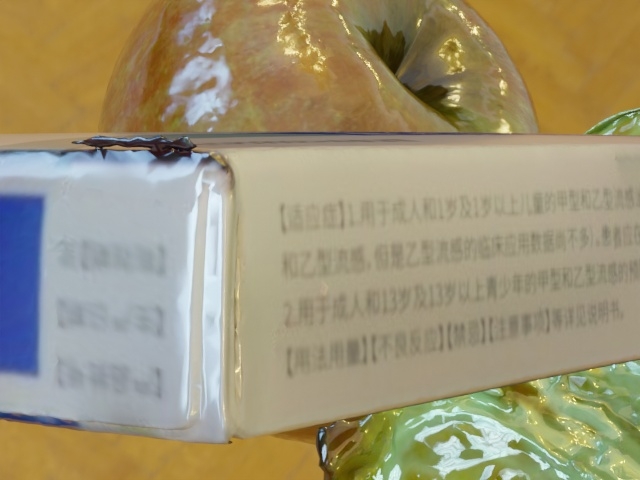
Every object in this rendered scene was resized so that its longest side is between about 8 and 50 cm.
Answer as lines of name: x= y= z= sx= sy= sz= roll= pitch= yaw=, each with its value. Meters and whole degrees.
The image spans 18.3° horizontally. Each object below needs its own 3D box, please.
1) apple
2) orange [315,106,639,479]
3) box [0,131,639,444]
apple: x=-0.009 y=-0.029 z=1.183 sx=0.277 sy=0.250 sz=0.309 roll=32 pitch=37 yaw=-21
orange: x=0.166 y=0.108 z=0.876 sx=0.263 sy=0.196 sz=0.334 roll=15 pitch=72 yaw=44
box: x=0.000 y=0.000 z=0.590 sx=0.200 sy=0.065 sz=0.343 roll=3 pitch=4 yaw=36
